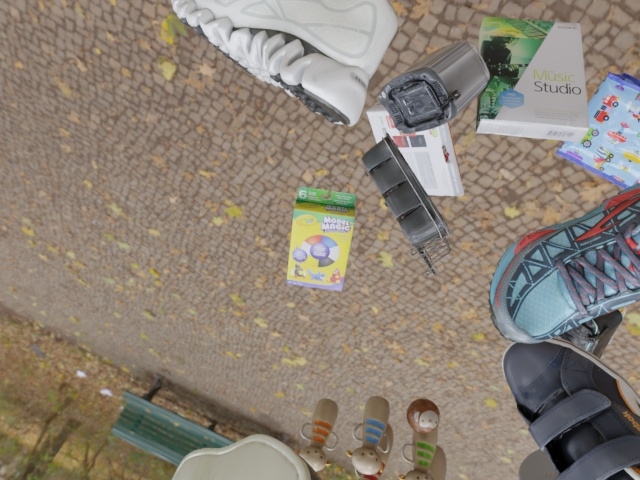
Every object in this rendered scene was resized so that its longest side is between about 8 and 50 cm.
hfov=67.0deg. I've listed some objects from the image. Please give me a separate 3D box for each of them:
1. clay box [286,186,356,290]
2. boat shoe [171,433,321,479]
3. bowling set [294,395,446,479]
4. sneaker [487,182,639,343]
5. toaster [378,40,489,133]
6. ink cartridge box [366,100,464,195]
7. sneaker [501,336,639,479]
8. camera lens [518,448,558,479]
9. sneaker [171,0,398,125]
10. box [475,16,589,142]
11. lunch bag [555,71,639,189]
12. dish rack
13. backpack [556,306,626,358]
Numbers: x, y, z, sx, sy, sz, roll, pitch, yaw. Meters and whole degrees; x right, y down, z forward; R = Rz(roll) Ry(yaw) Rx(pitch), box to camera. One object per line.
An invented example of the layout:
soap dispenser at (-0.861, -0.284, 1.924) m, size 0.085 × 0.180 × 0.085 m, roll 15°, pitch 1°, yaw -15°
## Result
clay box at (0.000, 0.000, 1.028) m, size 0.128 × 0.053 × 0.221 m, roll 7°, pitch 123°, yaw 0°
boat shoe at (-0.088, 0.315, 0.605) m, size 0.091 × 0.109 × 0.305 m, roll 36°, pitch 140°, yaw -24°
bowling set at (0.111, 0.352, 0.797) m, size 0.287 × 0.154 × 0.199 m, roll 22°, pitch 138°, yaw 1°
sneaker at (0.282, 0.011, 0.464) m, size 0.104 × 0.262 × 0.125 m, roll 56°, pitch 178°, yaw 2°
toaster at (0.238, -0.316, 0.993) m, size 0.129 × 0.146 × 0.227 m, roll 53°, pitch 160°, yaw -16°
ink cartridge box at (0.328, -0.302, 1.524) m, size 0.272 × 0.130 × 0.309 m, roll 11°, pitch 135°, yaw 42°
sneaker at (0.322, 0.238, 0.542) m, size 0.321 × 0.128 × 0.126 m, roll 50°, pitch 124°, yaw 34°
camera lens at (0.584, 0.642, 1.094) m, size 0.220 × 0.219 × 0.274 m, roll -11°, pitch 101°, yaw 40°
sneaker at (-0.044, -0.224, 0.492) m, size 0.292 × 0.118 × 0.110 m, roll 38°, pitch -170°, yaw 31°
box at (0.489, -0.384, 1.130) m, size 0.233 × 0.321 × 0.058 m, roll 7°, pitch 155°, yaw 6°
lunch bag at (0.778, -0.238, 1.165) m, size 0.293 × 0.138 × 0.220 m, roll 44°, pitch 131°, yaw 29°
dish rack at (0.167, -0.047, 0.884) m, size 0.074 × 0.208 × 0.271 m, roll -30°, pitch 153°, yaw 10°
backpack at (0.544, 0.156, 1.053) m, size 0.188 × 0.145 × 0.165 m, roll 47°, pitch 150°, yaw 44°
